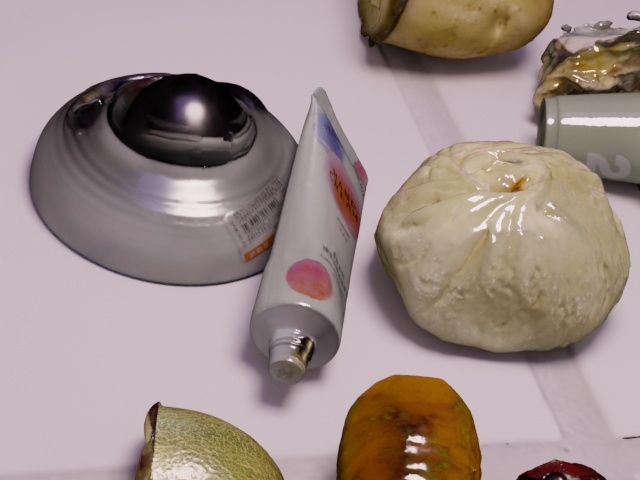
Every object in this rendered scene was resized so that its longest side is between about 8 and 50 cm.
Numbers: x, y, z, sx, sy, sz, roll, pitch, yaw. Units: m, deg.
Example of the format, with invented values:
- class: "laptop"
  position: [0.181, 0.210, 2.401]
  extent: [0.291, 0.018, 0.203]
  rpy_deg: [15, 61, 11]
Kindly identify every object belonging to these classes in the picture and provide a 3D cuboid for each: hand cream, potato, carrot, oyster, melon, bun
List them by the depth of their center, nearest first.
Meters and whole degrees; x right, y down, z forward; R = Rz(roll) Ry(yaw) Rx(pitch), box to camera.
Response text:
- class: "carrot"
  position: [0.061, 0.231, 0.968]
  extent: [0.114, 0.114, 0.302]
  rpy_deg: [12, 44, -4]
- class: "melon"
  position: [-0.079, 0.180, 1.004]
  extent: [0.128, 0.079, 0.160]
  rpy_deg: [5, 40, -10]
- class: "hand cream"
  position: [0.000, 0.000, 1.223]
  extent: [0.077, 0.124, 0.341]
  rpy_deg: [-14, 36, 24]
- class: "bun"
  position: [0.176, -0.005, 1.246]
  extent: [0.243, 0.153, 0.244]
  rpy_deg: [9, 44, -9]
- class: "oyster"
  position: [0.402, -0.204, 1.538]
  extent: [0.351, 0.115, 0.238]
  rpy_deg: [-12, 12, -12]
- class: "potato"
  position: [0.164, -0.322, 1.572]
  extent: [0.242, 0.243, 0.285]
  rpy_deg: [7, 34, -10]

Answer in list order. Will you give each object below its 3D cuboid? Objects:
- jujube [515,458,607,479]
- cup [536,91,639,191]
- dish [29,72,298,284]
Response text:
- class: "jujube"
  position: [0.199, 0.245, 1.008]
  extent: [0.104, 0.104, 0.166]
  rpy_deg: [-4, 54, -21]
- class: "cup"
  position: [0.306, -0.115, 1.442]
  extent: [0.141, 0.120, 0.120]
  rpy_deg: [6, 40, 2]
- class: "dish"
  position: [-0.132, -0.098, 1.271]
  extent: [0.273, 0.134, 0.273]
  rpy_deg: [9, 39, -7]
